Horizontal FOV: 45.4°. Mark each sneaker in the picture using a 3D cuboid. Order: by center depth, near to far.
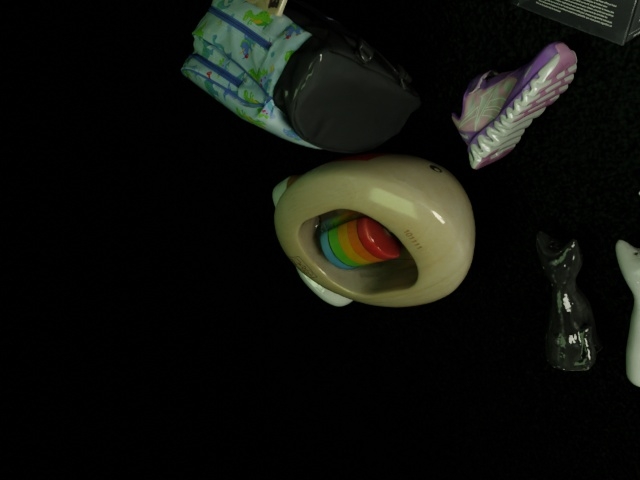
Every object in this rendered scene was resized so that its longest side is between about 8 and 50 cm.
[{"bbox_3d":[0.253,-0.199,1.055,0.104,0.095,0.236,58,150,15],"label":"sneaker"},{"bbox_3d":[0.000,0.000,1.549,0.290,0.106,0.123,61,151,-2],"label":"sneaker"}]

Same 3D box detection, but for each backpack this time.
[{"bbox_3d":[-0.062,-0.284,1.245,0.273,0.290,0.355,-48,61,21],"label":"backpack"}]

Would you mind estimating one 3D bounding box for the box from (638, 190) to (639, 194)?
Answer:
[{"bbox_3d":[0.461,-0.106,0.827,0.114,0.103,0.203,43,145,24],"label":"box"}]

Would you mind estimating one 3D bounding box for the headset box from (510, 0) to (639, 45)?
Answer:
[{"bbox_3d":[0.313,-0.360,0.681,0.131,0.246,0.283,35,142,33],"label":"headset box"}]

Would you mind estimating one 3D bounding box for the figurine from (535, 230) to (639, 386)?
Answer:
[{"bbox_3d":[0.409,0.090,1.089,0.215,0.092,0.209,6,117,51],"label":"figurine"}]

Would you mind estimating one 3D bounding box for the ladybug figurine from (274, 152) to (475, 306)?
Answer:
[{"bbox_3d":[0.092,-0.027,1.314,0.305,0.162,0.449,49,150,-19],"label":"ladybug figurine"}]

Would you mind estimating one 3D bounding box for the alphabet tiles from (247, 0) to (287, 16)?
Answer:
[{"bbox_3d":[-0.048,-0.509,1.099,0.285,0.011,0.342,35,109,38],"label":"alphabet tiles"}]
